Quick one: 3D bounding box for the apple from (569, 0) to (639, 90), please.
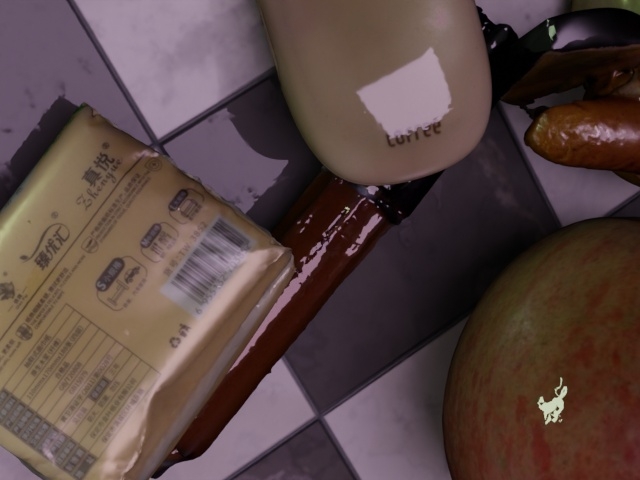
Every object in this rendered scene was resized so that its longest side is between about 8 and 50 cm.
[{"bbox_3d":[0.343,-0.233,0.887,0.254,0.346,0.179,42,44,-14],"label":"apple"}]

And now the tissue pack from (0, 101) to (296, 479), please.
[{"bbox_3d":[-0.148,0.048,0.813,0.186,0.090,0.222,34,87,5],"label":"tissue pack"}]

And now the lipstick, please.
[{"bbox_3d":[0.000,0.000,0.891,0.077,0.077,0.418,42,85,-21],"label":"lipstick"}]

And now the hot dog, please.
[{"bbox_3d":[0.269,-0.084,0.900,0.326,0.194,0.107,-8,73,-23],"label":"hot dog"}]

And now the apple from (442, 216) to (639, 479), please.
[{"bbox_3d":[0.257,0.109,0.881,0.345,0.345,0.269,5,79,-20],"label":"apple"}]

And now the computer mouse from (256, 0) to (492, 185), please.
[{"bbox_3d":[0.033,-0.155,0.834,0.145,0.082,0.236,-14,82,-2],"label":"computer mouse"}]
